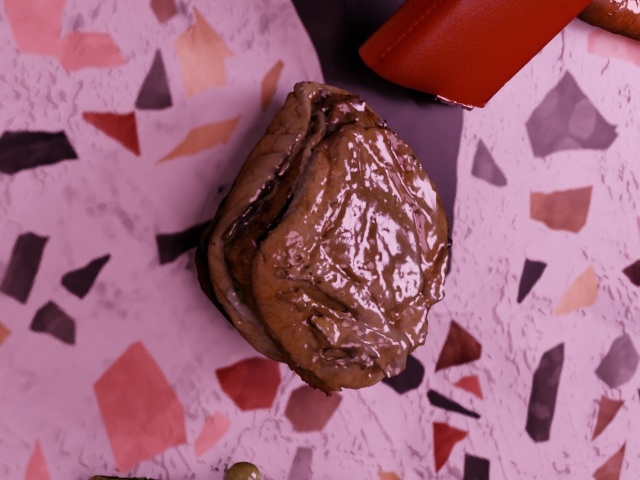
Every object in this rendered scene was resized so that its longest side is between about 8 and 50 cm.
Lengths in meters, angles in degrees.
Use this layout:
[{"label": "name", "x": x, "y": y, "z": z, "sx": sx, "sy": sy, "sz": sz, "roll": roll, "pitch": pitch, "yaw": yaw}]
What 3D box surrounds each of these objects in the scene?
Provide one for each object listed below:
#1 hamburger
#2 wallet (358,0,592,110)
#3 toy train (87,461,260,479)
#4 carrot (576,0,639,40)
[{"label": "hamburger", "x": 0.000, "y": 0.000, "z": 1.296, "sx": 0.183, "sy": 0.130, "sz": 0.206, "roll": 50, "pitch": 50, "yaw": -31}, {"label": "wallet", "x": 0.140, "y": -0.184, "z": 1.325, "sx": 0.142, "sy": 0.045, "sz": 0.204, "roll": 12, "pitch": 133, "yaw": -45}, {"label": "toy train", "x": -0.048, "y": 0.257, "z": 1.281, "sx": 0.307, "sy": 0.126, "sz": 0.189, "roll": 10, "pitch": 91, "yaw": -35}, {"label": "carrot", "x": 0.270, "y": -0.181, "z": 1.497, "sx": 0.191, "sy": 0.047, "sz": 0.047, "roll": 18, "pitch": 86, "yaw": -40}]
